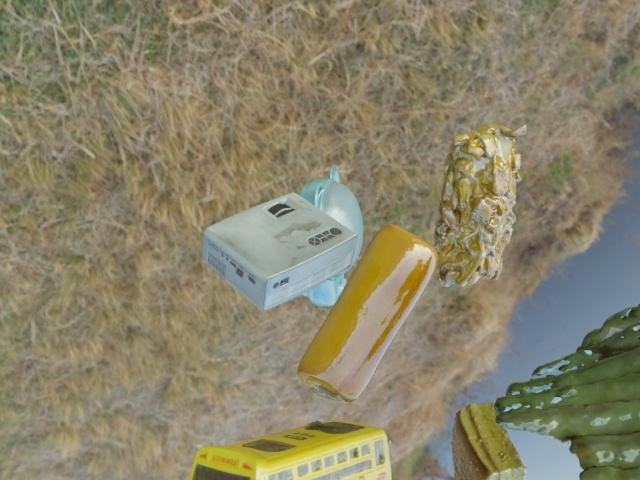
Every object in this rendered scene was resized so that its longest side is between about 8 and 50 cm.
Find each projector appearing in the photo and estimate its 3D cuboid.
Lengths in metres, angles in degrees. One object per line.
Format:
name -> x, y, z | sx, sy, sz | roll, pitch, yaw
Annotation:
projector -> -0.048, 0.012, 0.847 | 0.147, 0.115, 0.061 | -25, 139, -40

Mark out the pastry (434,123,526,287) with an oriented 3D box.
pastry -> 0.227, -0.057, 1.034 | 0.154, 0.102, 0.250 | -29, 132, -50

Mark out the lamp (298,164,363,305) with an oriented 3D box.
lamp -> 0.012, 0.002, 1.502 | 0.209, 0.147, 0.284 | -53, 159, -62

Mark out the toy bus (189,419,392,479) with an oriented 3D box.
toy bus -> -0.053, 0.318, 0.898 | 0.144, 0.152, 0.330 | -2, 178, 42

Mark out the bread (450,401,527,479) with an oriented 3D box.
bread -> 0.319, 0.451, 1.398 | 0.110, 0.234, 0.184 | -6, 108, -1

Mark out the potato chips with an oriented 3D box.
potato chips -> 0.388, 0.136, 0.769 | 0.389, 0.373, 0.097 | -37, 109, -1

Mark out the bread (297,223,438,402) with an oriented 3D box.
bread -> 0.064, 0.095, 0.916 | 0.092, 0.074, 0.239 | 34, 81, -20
